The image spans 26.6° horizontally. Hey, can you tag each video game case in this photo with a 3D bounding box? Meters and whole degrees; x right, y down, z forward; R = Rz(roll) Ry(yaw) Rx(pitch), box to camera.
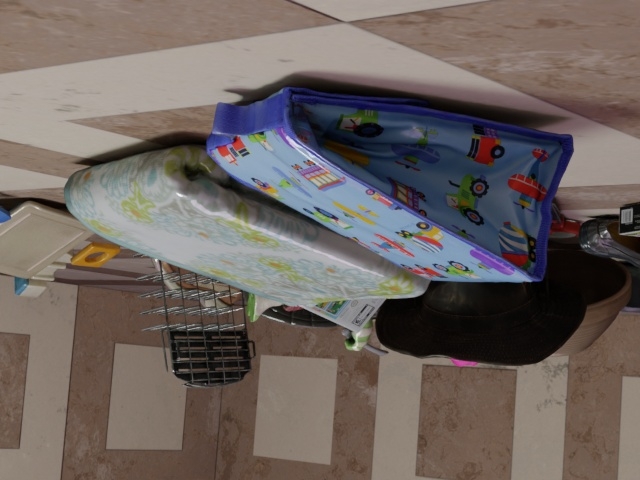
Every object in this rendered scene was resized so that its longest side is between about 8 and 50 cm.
[{"bbox_3d":[0.049,0.054,2.036,0.143,0.157,0.019,27,-160,-32],"label":"video game case"}]

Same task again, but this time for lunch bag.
[{"bbox_3d":[0.037,-0.061,1.218,0.293,0.138,0.221,16,173,-20],"label":"lunch bag"}]

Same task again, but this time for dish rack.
[{"bbox_3d":[-0.174,0.064,1.802,0.074,0.272,0.208,-14,170,30],"label":"dish rack"}]

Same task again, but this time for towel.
[{"bbox_3d":[-0.083,-0.015,1.599,0.374,0.090,0.320,21,164,-28],"label":"towel"}]

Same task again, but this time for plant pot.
[{"bbox_3d":[0.368,0.108,2.116,0.237,0.110,0.237,-6,-158,3],"label":"plant pot"}]

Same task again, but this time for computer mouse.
[{"bbox_3d":[0.525,0.071,2.370,0.188,0.072,0.272,2,-174,-2],"label":"computer mouse"}]

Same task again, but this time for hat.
[{"bbox_3d":[0.232,0.056,1.955,0.331,0.134,0.331,-3,-158,1],"label":"hat"}]

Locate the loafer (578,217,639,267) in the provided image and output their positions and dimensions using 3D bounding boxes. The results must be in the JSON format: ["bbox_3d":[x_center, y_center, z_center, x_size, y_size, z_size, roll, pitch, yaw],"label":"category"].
[{"bbox_3d":[0.429,0.003,1.789,0.170,0.062,0.061,5,169,-18],"label":"loafer"}]

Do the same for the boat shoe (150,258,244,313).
[{"bbox_3d":[-0.203,0.031,2.340,0.116,0.123,0.324,-31,158,9],"label":"boat shoe"}]

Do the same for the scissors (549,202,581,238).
[{"bbox_3d":[0.313,-0.028,1.780,0.109,0.021,0.297,7,173,-4],"label":"scissors"}]

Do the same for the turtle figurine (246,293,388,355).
[{"bbox_3d":[0.007,0.084,2.175,0.266,0.198,0.274,1,172,-14],"label":"turtle figurine"}]

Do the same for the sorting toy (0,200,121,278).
[{"bbox_3d":[-0.463,-0.009,2.134,0.196,0.047,0.347,-28,156,22],"label":"sorting toy"}]

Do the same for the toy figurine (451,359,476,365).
[{"bbox_3d":[0.215,0.126,2.147,0.159,0.173,0.130,36,152,21],"label":"toy figurine"}]

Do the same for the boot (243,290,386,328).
[{"bbox_3d":[0.038,0.089,2.472,0.377,0.138,0.284,-7,176,-9],"label":"boot"}]

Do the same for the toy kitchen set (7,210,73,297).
[{"bbox_3d":[-0.529,-0.001,2.316,0.166,0.122,0.207,8,153,-31],"label":"toy kitchen set"}]

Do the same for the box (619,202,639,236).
[{"bbox_3d":[0.453,-0.027,1.585,0.114,0.036,0.207,6,174,-18],"label":"box"}]
